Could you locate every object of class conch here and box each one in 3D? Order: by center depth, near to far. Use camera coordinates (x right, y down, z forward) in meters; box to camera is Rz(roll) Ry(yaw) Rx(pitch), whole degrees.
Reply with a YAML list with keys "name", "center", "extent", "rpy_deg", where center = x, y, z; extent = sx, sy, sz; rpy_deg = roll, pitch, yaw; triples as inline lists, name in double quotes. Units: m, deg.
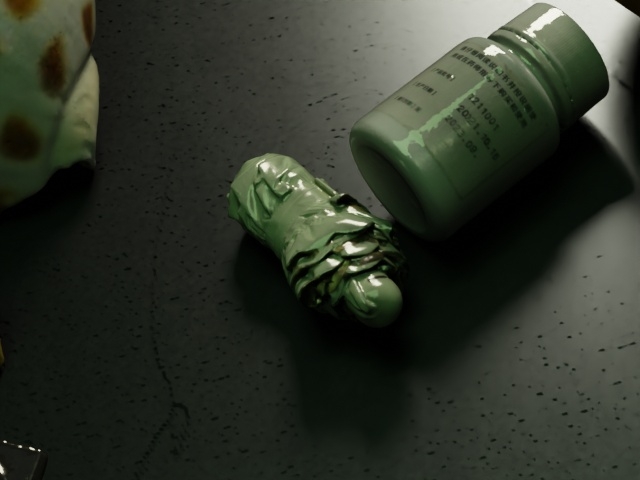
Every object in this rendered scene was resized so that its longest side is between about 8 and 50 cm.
- name: "conch"
  center: [-0.231, -0.152, 1.060]
  extent: [0.182, 0.149, 0.275]
  rpy_deg: [-33, 53, -16]

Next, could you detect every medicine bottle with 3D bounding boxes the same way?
- name: "medicine bottle"
  center: [0.087, -0.066, 0.942]
  extent: [0.130, 0.080, 0.080]
  rpy_deg: [-38, 52, -15]

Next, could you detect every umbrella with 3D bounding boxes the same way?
- name: "umbrella"
  center: [0.000, 0.000, 0.931]
  extent: [0.067, 0.062, 0.143]
  rpy_deg: [-7, 36, -30]

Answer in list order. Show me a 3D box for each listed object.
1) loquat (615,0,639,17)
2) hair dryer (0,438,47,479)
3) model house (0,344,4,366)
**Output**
- name: "loquat"
  center: [0.240, -0.205, 0.932]
  extent: [0.213, 0.213, 0.213]
  rpy_deg: [-8, 51, 10]
- name: "hair dryer"
  center: [-0.112, 0.190, 0.821]
  extent: [0.248, 0.078, 0.196]
  rpy_deg: [10, 55, 12]
- name: "model house"
  center: [-0.236, 0.046, 0.960]
  extent: [0.100, 0.088, 0.100]
  rpy_deg: [-20, 12, -29]
